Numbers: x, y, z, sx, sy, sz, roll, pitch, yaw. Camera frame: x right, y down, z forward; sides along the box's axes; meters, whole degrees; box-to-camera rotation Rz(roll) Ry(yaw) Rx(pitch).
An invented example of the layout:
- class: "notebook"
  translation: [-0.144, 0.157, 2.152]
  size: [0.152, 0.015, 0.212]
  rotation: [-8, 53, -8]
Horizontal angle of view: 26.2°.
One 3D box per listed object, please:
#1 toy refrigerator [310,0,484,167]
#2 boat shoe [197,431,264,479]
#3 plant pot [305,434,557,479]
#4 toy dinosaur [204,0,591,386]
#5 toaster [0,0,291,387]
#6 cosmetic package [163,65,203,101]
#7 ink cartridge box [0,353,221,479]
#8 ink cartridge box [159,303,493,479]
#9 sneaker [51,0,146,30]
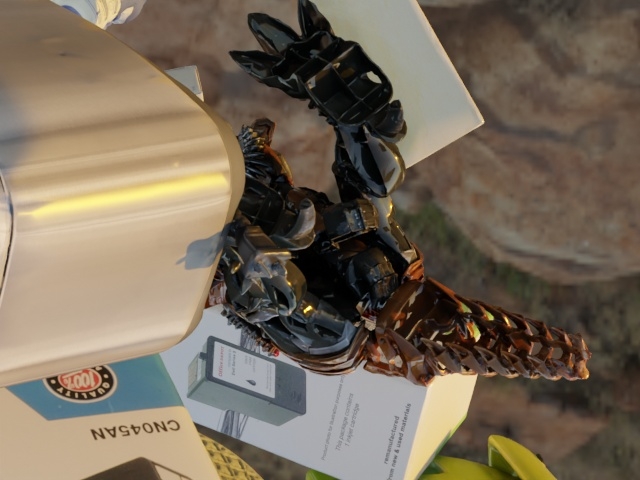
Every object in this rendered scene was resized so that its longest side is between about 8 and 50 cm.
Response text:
- class: "toy refrigerator"
  translation: [0.031, -0.197, 1.192]
  size: [0.094, 0.102, 0.269]
  rotation: [-30, 97, 3]
- class: "boat shoe"
  translation: [-0.081, 0.394, 1.570]
  size: [0.500, 0.187, 0.156]
  rotation: [42, 108, 12]
- class: "plant pot"
  translation: [0.127, 0.309, 1.157]
  size: [0.207, 0.227, 0.228]
  rotation: [-15, 118, -14]
- class: "toy dinosaur"
  translation: [0.000, 0.000, 0.773]
  size: [0.322, 0.164, 0.218]
  rotation: [2, 141, 22]
- class: "toaster"
  translation: [-0.140, -0.021, 0.564]
  size: [0.227, 0.146, 0.129]
  rotation: [35, 119, 28]
- class: "cosmetic package"
  translation: [-0.153, -0.133, 1.483]
  size: [0.060, 0.041, 0.115]
  rotation: [-11, 148, -7]
- class: "ink cartridge box"
  translation: [-0.175, 0.234, 0.734]
  size: [0.285, 0.395, 0.166]
  rotation: [-4, 136, -34]
- class: "ink cartridge box"
  translation: [-0.011, 0.096, 1.208]
  size: [0.273, 0.198, 0.114]
  rotation: [19, 111, 17]
- class: "sneaker"
  translation: [-0.245, -0.223, 1.279]
  size: [0.112, 0.131, 0.296]
  rotation: [-3, 177, 15]
